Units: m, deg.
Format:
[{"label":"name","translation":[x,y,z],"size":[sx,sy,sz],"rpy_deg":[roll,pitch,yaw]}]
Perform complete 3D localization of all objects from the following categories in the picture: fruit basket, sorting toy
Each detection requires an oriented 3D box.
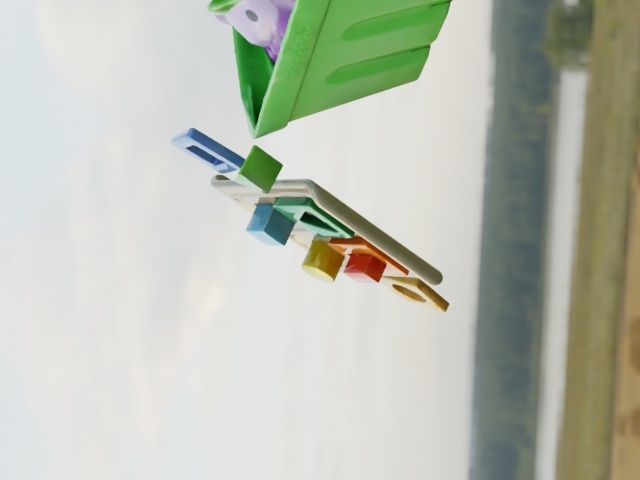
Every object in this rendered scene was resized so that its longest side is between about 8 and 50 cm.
[{"label":"fruit basket","translation":[-0.074,-0.280,1.577],"size":[0.392,0.392,0.283],"rpy_deg":[75,-175,-68]},{"label":"sorting toy","translation":[0.000,0.000,1.786],"size":[0.196,0.348,0.047],"rpy_deg":[8,68,56]}]
